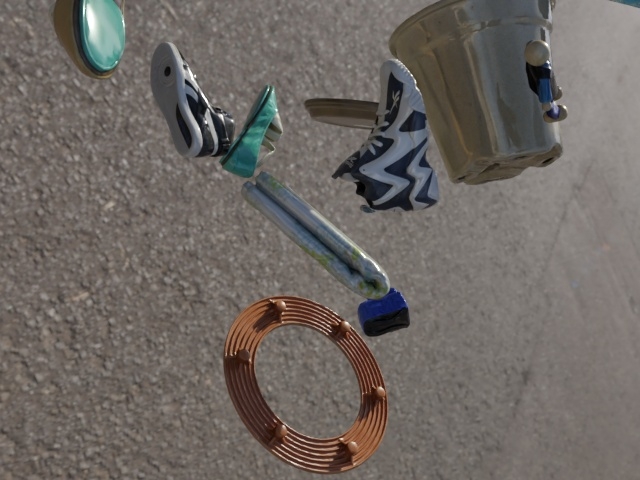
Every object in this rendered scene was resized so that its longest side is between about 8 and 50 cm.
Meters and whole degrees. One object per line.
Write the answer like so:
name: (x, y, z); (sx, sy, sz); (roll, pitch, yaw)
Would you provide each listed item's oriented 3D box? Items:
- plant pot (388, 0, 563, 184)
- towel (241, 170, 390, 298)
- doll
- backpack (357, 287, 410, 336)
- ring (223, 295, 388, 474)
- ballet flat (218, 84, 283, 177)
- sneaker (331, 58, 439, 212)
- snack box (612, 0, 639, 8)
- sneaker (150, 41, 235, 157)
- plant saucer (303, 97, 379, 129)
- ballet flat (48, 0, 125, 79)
plant pot: (0.328, -0.282, 1.547); (0.334, 0.333, 0.306); (2, 73, -59)
towel: (0.000, 0.000, 1.745); (0.374, 0.090, 0.320); (40, 3, 6)
doll: (0.344, -0.254, 1.232); (0.189, 0.046, 0.129); (33, 45, -61)
backpack: (0.150, 0.181, 1.970); (0.101, 0.120, 0.098); (-116, -173, -45)
ring: (-0.014, 0.239, 1.383); (0.336, 0.032, 0.337); (21, 46, -24)
ballet flat: (-0.127, -0.217, 1.636); (0.087, 0.083, 0.247); (35, 51, -15)
sneaker: (0.084, -0.149, 1.218); (0.094, 0.153, 0.235); (-128, -156, -73)
snack box: (0.589, -0.597, 1.627); (0.060, 0.322, 0.187); (-15, 124, -36)
sneaker: (-0.220, -0.241, 1.402); (0.121, 0.079, 0.217); (-2, 70, -50)
plant saucer: (0.097, -0.289, 1.843); (0.278, 0.277, 0.041); (1, 95, -59)
ballet flat: (-0.239, -0.246, 0.812); (0.080, 0.073, 0.232); (47, 34, -50)
